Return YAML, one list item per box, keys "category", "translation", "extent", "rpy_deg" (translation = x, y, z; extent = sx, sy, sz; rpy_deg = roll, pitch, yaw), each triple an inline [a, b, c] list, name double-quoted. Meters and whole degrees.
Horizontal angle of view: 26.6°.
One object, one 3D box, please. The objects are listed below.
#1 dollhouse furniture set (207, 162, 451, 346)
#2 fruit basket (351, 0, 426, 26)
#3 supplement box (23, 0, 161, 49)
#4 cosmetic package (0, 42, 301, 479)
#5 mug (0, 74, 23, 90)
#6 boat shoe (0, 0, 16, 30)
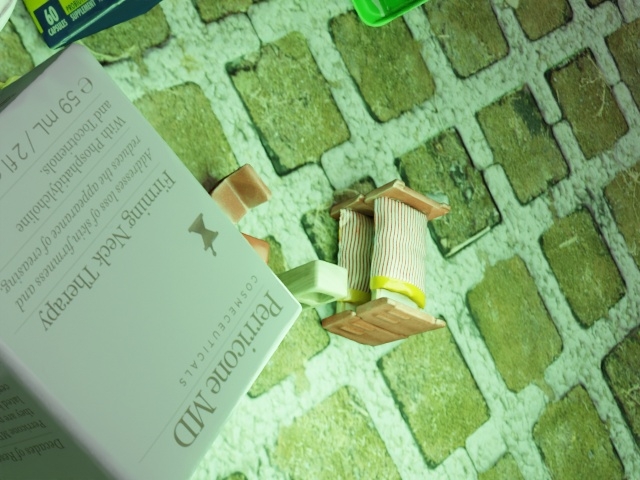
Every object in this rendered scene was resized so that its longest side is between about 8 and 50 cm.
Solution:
- category: "dollhouse furniture set"
  translation: [0.000, 0.000, 1.898]
  extent: [0.374, 0.152, 0.201]
  rpy_deg: [22, 60, -37]
- category: "fruit basket"
  translation: [0.068, -0.528, 2.108]
  extent: [0.392, 0.283, 0.392]
  rpy_deg: [41, 35, -39]
- category: "supplement box"
  translation: [-0.316, -0.462, 1.744]
  extent: [0.195, 0.194, 0.357]
  rpy_deg: [-33, 98, -45]
- category: "cosmetic package"
  translation: [-0.306, 0.072, 1.458]
  extent: [0.394, 0.327, 0.329]
  rpy_deg: [51, 47, -19]
- category: "mug"
  translation: [-0.379, -0.175, 1.673]
  extent: [0.078, 0.062, 0.064]
  rpy_deg: [43, 41, -32]
- category: "boat shoe"
  translation: [-0.435, -0.265, 1.625]
  extent: [0.098, 0.096, 0.277]
  rpy_deg: [48, 48, -19]
